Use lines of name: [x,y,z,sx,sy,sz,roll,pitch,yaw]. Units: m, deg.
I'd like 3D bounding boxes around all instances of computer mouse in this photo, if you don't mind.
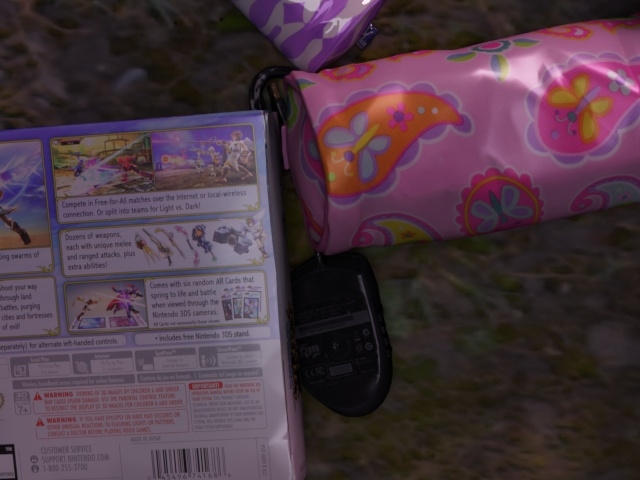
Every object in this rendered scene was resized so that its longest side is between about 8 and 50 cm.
computer mouse: [0.000,0.000,0.945,0.071,0.041,0.242,-11,91,18]

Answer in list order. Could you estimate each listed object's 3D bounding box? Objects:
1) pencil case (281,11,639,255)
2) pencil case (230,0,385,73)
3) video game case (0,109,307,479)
pencil case: [0.120,-0.071,0.875,0.284,0.124,0.124,-12,96,-8]
pencil case: [-0.042,-0.198,0.893,0.206,0.086,0.088,44,109,-4]
video game case: [-0.152,0.045,0.920,0.269,0.061,0.244,-3,97,8]
